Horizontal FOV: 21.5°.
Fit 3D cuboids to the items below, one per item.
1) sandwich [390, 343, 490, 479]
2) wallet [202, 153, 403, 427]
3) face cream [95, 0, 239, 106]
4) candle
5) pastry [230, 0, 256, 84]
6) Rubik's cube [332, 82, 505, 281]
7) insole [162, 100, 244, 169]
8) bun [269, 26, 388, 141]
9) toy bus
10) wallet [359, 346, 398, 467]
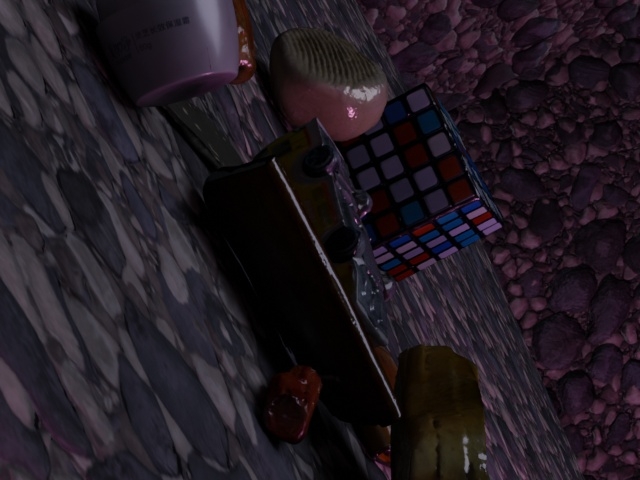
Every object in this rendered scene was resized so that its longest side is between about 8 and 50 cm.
[{"bbox_3d":[0.104,0.232,1.491,0.251,0.087,0.226,-90,-179,-71],"label":"sandwich"},{"bbox_3d":[-0.019,0.046,1.467,0.137,0.031,0.255,-7,-68,61],"label":"wallet"},{"bbox_3d":[-0.126,-0.173,1.398,0.117,0.117,0.104,2,71,-80],"label":"face cream"},{"bbox_3d":[-0.016,0.124,1.390,0.053,0.048,0.162,61,9,-5],"label":"candle"},{"bbox_3d":[-0.136,-0.249,1.599,0.229,0.100,0.218,60,11,-47],"label":"pastry"},{"bbox_3d":[0.119,-0.073,2.273,0.184,0.187,0.182,64,9,19],"label":"Rubik's cube"},{"bbox_3d":[-0.117,-0.105,1.588,0.248,0.011,0.081,48,16,-57],"label":"insole"},{"bbox_3d":[0.002,-0.192,2.162,0.167,0.113,0.173,26,29,3],"label":"bun"},{"bbox_3d":[0.000,0.000,1.654,0.092,0.106,0.268,55,15,-44],"label":"toy bus"},{"bbox_3d":[0.061,0.167,1.748,0.161,0.042,0.195,62,10,21],"label":"wallet"}]
